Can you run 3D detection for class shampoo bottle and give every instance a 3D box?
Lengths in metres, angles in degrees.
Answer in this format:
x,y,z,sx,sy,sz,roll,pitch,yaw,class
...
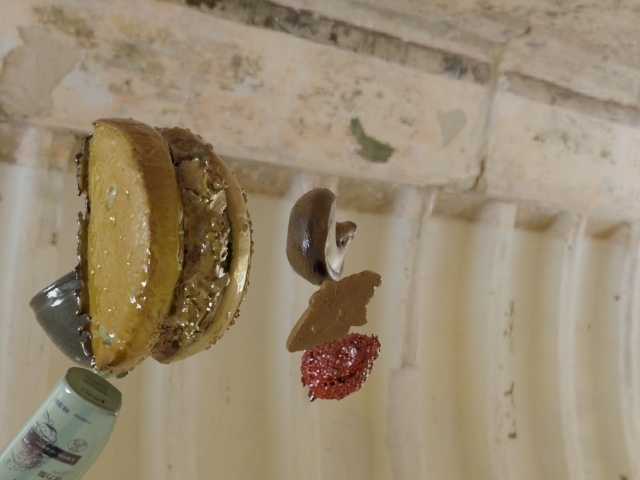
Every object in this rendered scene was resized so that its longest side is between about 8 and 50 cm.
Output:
x,y,z,sx,sy,sz,roll,pitch,yaw,class
-0.465,0.372,1.383,0.134,0.359,0.078,35,-160,-18,shampoo bottle

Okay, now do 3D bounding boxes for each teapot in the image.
x,y,z,sx,sy,sz,roll,pitch,yaw,class
-0.486,0.190,1.759,0.321,0.239,0.239,-31,174,37,teapot

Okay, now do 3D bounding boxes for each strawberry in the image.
x,y,z,sx,sy,sz,roll,pitch,yaw,class
0.050,0.316,2.015,0.228,0.174,0.098,-16,-178,35,strawberry

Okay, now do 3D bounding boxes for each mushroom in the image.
x,y,z,sx,sy,sz,roll,pitch,yaw,class
-0.014,-0.002,1.804,0.138,0.231,0.194,8,-145,26,mushroom

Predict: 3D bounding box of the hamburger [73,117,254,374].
x,y,z,sx,sy,sz,roll,pitch,yaw,class
-0.239,0.006,1.391,0.268,0.445,0.287,3,176,-42,hamburger

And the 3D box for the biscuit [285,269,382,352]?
x,y,z,sx,sy,sz,roll,pitch,yaw,class
0.027,0.149,1.718,0.035,0.250,0.162,39,164,53,biscuit
